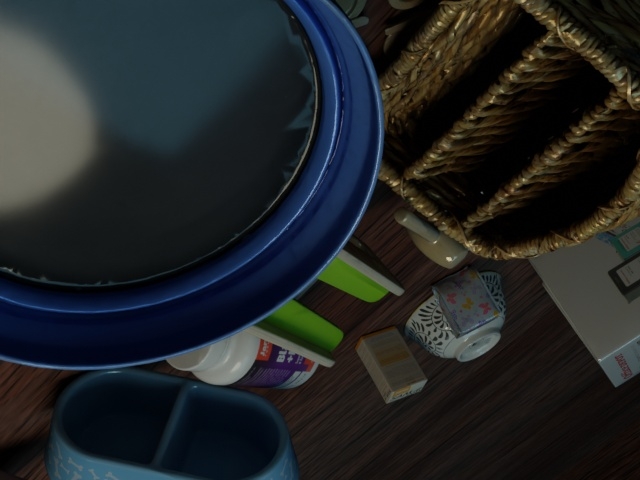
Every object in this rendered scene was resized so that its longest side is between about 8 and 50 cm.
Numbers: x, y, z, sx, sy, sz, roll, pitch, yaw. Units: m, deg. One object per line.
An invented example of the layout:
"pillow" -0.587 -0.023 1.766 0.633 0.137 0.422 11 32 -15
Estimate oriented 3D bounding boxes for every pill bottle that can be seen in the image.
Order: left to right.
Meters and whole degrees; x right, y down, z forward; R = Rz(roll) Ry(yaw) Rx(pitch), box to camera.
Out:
"pill bottle" -0.092 0.114 1.237 0.108 0.108 0.193 -42 151 22

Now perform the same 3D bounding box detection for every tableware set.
"tableware set" 0.051 -0.190 0.956 0.141 0.020 0.169 -26 153 -7

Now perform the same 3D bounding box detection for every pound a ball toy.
"pound a ball toy" 0.000 0.000 1.119 0.208 0.136 0.319 -46 151 7

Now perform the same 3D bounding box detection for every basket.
"basket" 0.195 -0.099 0.982 0.223 0.213 0.299 -14 163 -32

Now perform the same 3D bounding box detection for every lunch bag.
"lunch bag" 0.204 0.085 1.512 0.071 0.083 0.053 -27 168 -8

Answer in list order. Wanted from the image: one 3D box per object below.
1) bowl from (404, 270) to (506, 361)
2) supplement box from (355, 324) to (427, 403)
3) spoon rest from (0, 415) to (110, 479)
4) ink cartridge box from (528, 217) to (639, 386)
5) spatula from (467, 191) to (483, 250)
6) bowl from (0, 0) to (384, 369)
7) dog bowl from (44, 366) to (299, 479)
"bowl" 0.217 0.128 1.602 0.170 0.080 0.170 -23 153 -13
"supplement box" 0.101 0.178 1.550 0.062 0.098 0.036 -15 150 -27
"spoon rest" -0.364 0.293 1.290 0.276 0.084 0.137 -25 153 -5
"ink cartridge box" 0.491 0.054 1.616 0.270 0.197 0.198 -34 153 9
"spatula" 0.279 -0.049 1.427 0.242 0.019 0.168 -17 150 -23
"bowl" -0.145 -0.063 0.811 0.391 0.077 0.391 -13 135 -14
"dog bowl" -0.170 0.228 1.218 0.297 0.166 0.074 11 133 6
